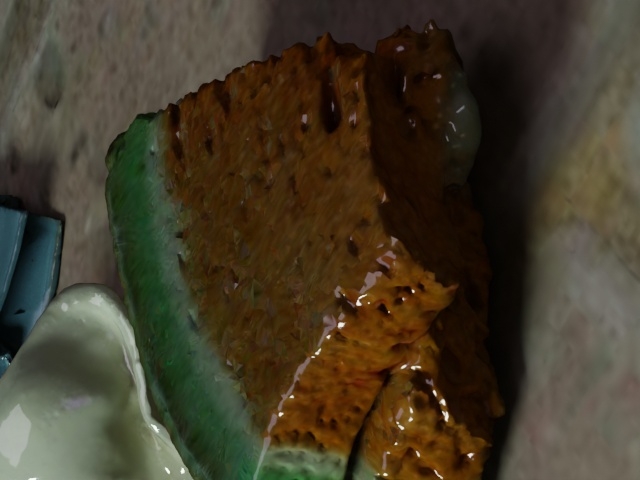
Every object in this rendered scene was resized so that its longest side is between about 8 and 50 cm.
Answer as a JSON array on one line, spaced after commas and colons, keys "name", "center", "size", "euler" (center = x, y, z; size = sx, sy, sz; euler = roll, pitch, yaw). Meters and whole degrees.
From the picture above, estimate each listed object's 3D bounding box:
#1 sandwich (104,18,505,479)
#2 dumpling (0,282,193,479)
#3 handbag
[{"name": "sandwich", "center": [-0.004, 0.014, 0.921], "size": [0.212, 0.109, 0.292], "euler": [-33, 57, 48]}, {"name": "dumpling", "center": [-0.124, 0.119, 1.105], "size": [0.134, 0.100, 0.169], "euler": [28, 86, 22]}, {"name": "handbag", "center": [-0.246, 0.035, 1.325], "size": [0.221, 0.057, 0.144], "euler": [11, 88, 56]}]
